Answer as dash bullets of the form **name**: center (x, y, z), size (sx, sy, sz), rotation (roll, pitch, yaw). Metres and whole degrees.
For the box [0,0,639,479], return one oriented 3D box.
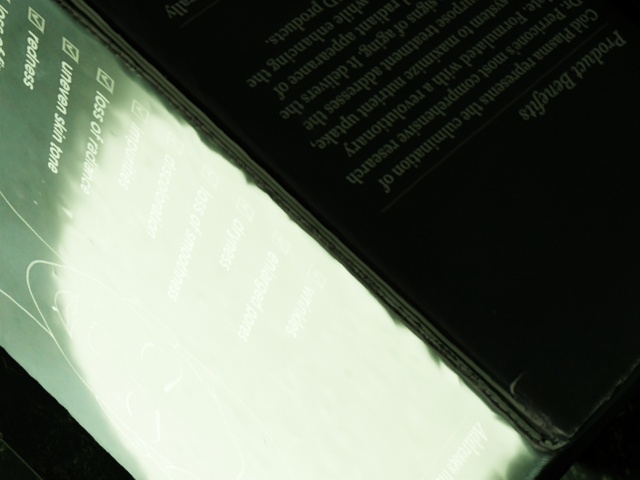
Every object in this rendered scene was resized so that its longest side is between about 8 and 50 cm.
- **box**: center (0.000, 0.000, 1.201), size (0.472, 0.297, 0.480), rotation (45, 149, 12)
